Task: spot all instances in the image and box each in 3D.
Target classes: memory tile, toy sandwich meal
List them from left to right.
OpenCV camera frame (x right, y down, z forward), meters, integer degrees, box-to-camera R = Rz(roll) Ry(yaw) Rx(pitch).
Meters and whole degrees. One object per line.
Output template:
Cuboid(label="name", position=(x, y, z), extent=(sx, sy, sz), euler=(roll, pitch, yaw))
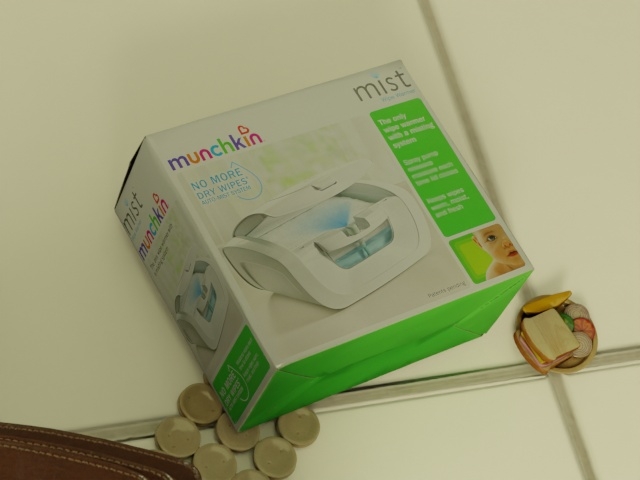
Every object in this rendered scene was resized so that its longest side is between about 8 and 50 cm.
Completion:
Cuboid(label="memory tile", position=(-0.077, 0.169, 1.598), extent=(0.113, 0.012, 0.148), euler=(35, 58, 4))
Cuboid(label="toy sandwich meal", position=(0.208, 0.079, 1.729), extent=(0.085, 0.029, 0.086), euler=(8, 59, -13))

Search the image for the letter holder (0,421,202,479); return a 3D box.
Cuboid(label="letter holder", position=(-0.252, 0.193, 1.394), extent=(0.301, 0.152, 0.214), euler=(6, 56, 9))

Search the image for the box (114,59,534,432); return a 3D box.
Cuboid(label="box", position=(0.000, 0.000, 1.648), extent=(0.262, 0.127, 0.231), euler=(-18, 68, -29))
